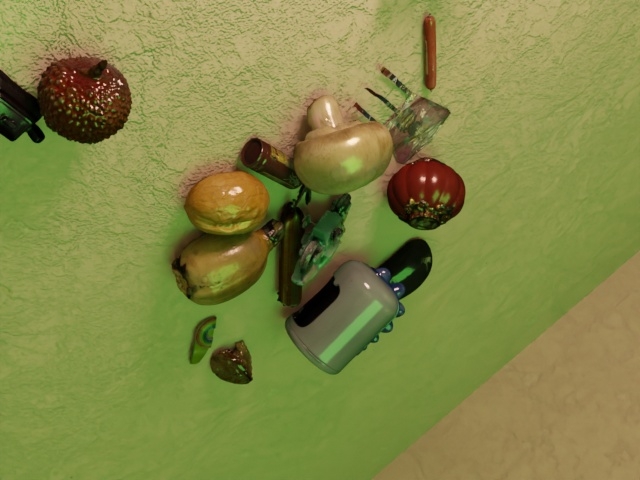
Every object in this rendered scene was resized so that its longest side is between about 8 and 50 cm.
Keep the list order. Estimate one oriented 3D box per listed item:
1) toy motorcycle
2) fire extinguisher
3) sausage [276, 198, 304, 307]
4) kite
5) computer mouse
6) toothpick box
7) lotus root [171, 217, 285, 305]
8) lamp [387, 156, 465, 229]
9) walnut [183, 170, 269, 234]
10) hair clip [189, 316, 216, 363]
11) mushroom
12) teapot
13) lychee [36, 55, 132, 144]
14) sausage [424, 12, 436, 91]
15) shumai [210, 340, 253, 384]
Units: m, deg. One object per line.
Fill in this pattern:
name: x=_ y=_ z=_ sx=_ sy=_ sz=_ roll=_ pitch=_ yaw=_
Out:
toy motorcycle: x=-0.001 y=0.001 z=1.679 sx=0.296 sy=0.109 sz=0.198 roll=-54 pitch=168 yaw=-47
fire extinguisher: x=-0.098 y=-0.163 z=1.533 sx=0.106 sy=0.075 sz=0.252 roll=-45 pitch=141 yaw=17
sausage: x=-0.084 y=0.033 z=1.725 sx=0.082 sy=0.082 sz=0.372 roll=-17 pitch=134 yaw=-24
kite: x=0.218 y=-0.339 z=1.643 sx=0.204 sy=0.022 sz=0.360 roll=-48 pitch=143 yaw=11
computer mouse: x=0.280 y=0.121 z=2.060 sx=0.269 sy=0.100 sz=0.170 roll=-42 pitch=138 yaw=3
toothpick box: x=0.096 y=0.224 z=1.901 sx=0.355 sy=0.263 sz=0.263 roll=-46 pitch=140 yaw=7
lotus root: x=-0.222 y=0.045 z=1.568 sx=0.309 sy=0.183 sz=0.183 roll=-30 pitch=140 yaw=-19
lamp: x=0.303 y=-0.140 z=1.760 sx=0.226 sy=0.227 sz=0.227 roll=-20 pitch=137 yaw=-20
walnut: x=-0.221 y=-0.088 z=1.449 sx=0.206 sy=0.159 sz=0.159 roll=-8 pitch=132 yaw=-22
hair clip: x=-0.352 y=0.303 z=1.806 sx=0.060 sy=0.033 sz=0.189 roll=-1 pitch=127 yaw=-35
mushroom: x=0.046 y=-0.235 z=1.474 sx=0.253 sy=0.260 sz=0.235 roll=-19 pitch=99 yaw=-19
teapot: x=-0.565 y=-0.232 z=1.096 sx=0.087 sy=0.096 sz=0.177 roll=-40 pitch=141 yaw=2
lychee: x=-0.428 y=-0.263 z=1.116 sx=0.165 sy=0.165 sz=0.197 roll=-7 pitch=147 yaw=-32
sausage: x=0.280 y=-0.473 z=1.556 sx=0.029 sy=0.029 sz=0.223 roll=-27 pitch=139 yaw=-13
shumai: x=-0.267 y=0.393 z=1.918 sx=0.123 sy=0.139 sz=0.105 roll=-30 pitch=-177 yaw=36
